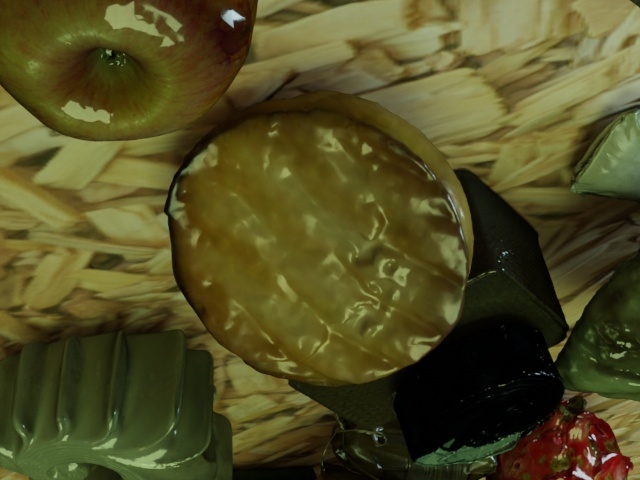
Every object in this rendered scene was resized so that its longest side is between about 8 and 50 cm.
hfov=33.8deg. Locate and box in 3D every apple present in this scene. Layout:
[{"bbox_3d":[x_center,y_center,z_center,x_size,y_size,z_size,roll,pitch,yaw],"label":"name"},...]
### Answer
[{"bbox_3d":[-0.148,-0.177,0.740,0.211,0.188,0.211,-4,143,-3],"label":"apple"}]

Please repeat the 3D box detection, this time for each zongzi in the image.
[{"bbox_3d":[0.099,0.322,1.524,0.247,0.111,0.241,10,146,-16],"label":"zongzi"}]

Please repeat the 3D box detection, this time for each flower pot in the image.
[{"bbox_3d":[-0.239,0.251,1.295,0.254,0.164,0.367,-5,143,3],"label":"flower pot"}]

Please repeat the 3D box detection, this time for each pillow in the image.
[{"bbox_3d":[0.376,-0.078,1.104,0.229,0.051,0.128,8,142,-25],"label":"pillow"}]

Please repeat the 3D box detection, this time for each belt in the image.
[{"bbox_3d":[0.165,0.169,1.121,0.151,0.078,0.198,18,131,-38],"label":"belt"}]

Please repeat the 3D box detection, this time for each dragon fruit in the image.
[{"bbox_3d":[0.340,0.325,1.512,0.205,0.210,0.268,5,124,7],"label":"dragon fruit"}]

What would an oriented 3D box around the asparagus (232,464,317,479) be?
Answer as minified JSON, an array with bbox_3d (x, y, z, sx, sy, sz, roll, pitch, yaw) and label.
[{"bbox_3d":[-0.141,0.368,1.553,0.277,0.067,0.060,2,167,-14],"label":"asparagus"}]

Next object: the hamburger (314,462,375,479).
[{"bbox_3d":[0.117,0.520,1.470,0.395,0.396,0.277,24,91,-37],"label":"hamburger"}]

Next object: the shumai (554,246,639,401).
[{"bbox_3d":[0.432,0.128,1.102,0.304,0.263,0.309,-46,152,9],"label":"shumai"}]

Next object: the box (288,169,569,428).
[{"bbox_3d":[0.106,0.073,1.162,0.273,0.143,0.184,-30,138,23],"label":"box"}]

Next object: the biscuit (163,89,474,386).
[{"bbox_3d":[0.000,0.000,0.998,0.296,0.102,0.296,7,116,14],"label":"biscuit"}]

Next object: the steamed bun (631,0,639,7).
[{"bbox_3d":[0.308,-0.262,0.780,0.218,0.144,0.211,28,127,0],"label":"steamed bun"}]
